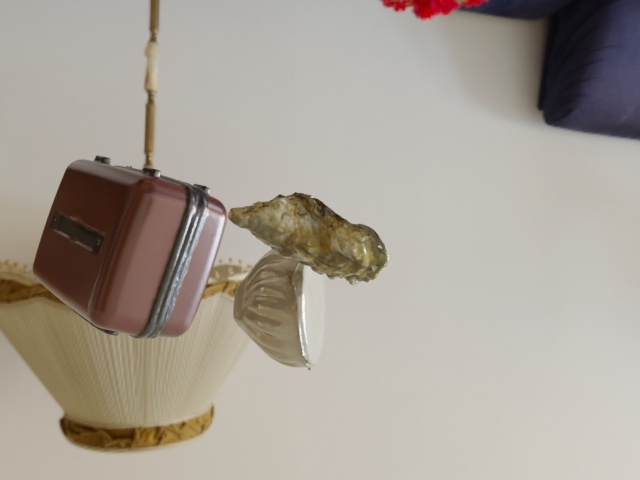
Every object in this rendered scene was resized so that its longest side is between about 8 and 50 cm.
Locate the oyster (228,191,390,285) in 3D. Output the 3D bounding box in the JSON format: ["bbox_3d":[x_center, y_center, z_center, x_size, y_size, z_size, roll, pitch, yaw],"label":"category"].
[{"bbox_3d":[0.000,0.000,0.549,0.122,0.045,0.146,-14,131,21],"label":"oyster"}]

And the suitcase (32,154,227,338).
[{"bbox_3d":[-0.291,0.006,0.864,0.297,0.236,0.161,16,178,45],"label":"suitcase"}]

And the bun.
[{"bbox_3d":[-0.089,0.128,1.175,0.175,0.262,0.263,0,177,10],"label":"bun"}]
